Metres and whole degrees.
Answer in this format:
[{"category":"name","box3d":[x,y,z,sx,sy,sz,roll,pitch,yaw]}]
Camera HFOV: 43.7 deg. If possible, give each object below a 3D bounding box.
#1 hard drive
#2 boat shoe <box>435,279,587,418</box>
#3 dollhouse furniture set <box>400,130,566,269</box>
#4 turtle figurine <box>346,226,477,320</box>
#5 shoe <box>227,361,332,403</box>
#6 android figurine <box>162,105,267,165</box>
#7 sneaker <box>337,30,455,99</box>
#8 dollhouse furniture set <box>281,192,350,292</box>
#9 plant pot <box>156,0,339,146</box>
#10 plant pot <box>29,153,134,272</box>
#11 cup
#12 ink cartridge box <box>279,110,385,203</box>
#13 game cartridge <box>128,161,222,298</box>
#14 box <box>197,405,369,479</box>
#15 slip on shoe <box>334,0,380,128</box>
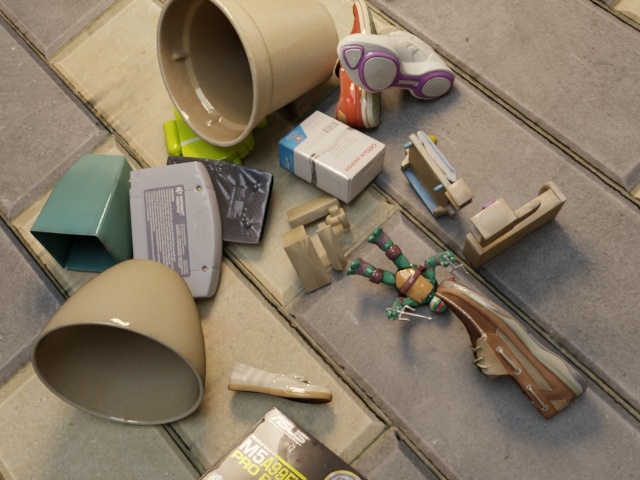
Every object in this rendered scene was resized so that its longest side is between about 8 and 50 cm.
[{"category":"hard drive","box3d":[-0.231,-0.090,1.765,0.254,0.054,0.172,11,89,16]},{"category":"boat shoe","box3d":[0.331,0.200,1.460,0.324,0.123,0.116,40,91,7]},{"category":"dollhouse furniture set","box3d":[0.303,-0.140,1.555,0.198,0.286,0.303,-33,75,-3]},{"category":"turtle figurine","box3d":[0.179,0.084,1.580,0.234,0.118,0.175,34,81,10]},{"category":"shoe","box3d":[-0.080,0.282,1.577,0.219,0.076,0.058,5,73,18]},{"category":"android figurine","box3d":[-0.249,-0.267,1.873,0.248,0.056,0.273,-20,63,4]},{"category":"sneaker","box3d":[0.150,-0.397,1.742,0.114,0.305,0.152,-49,48,35]},{"category":"dollhouse furniture set","box3d":[0.000,0.000,1.711,0.144,0.123,0.151,-25,28,2]},{"category":"plant pot","box3d":[-0.138,-0.411,1.751,0.305,0.334,0.334,-29,58,-37]},{"category":"plant pot","box3d":[-0.501,-0.071,1.792,0.165,0.165,0.234,4,60,15]},{"category":"cup","box3d":[-0.372,0.177,1.588,0.331,0.331,0.237,-4,44,12]},{"category":"ink cartridge box","box3d":[0.025,-0.184,1.734,0.190,0.082,0.139,32,55,22]},{"category":"game cartridge","box3d":[-0.311,-0.017,1.728,0.196,0.060,0.294,-6,86,19]},{"category":"box","box3d":[-0.059,0.462,1.458,0.270,0.060,0.216,34,55,24]},{"category":"slip on shoe","box3d":[0.081,-0.408,1.827,0.101,0.123,0.331,-4,71,16]}]
